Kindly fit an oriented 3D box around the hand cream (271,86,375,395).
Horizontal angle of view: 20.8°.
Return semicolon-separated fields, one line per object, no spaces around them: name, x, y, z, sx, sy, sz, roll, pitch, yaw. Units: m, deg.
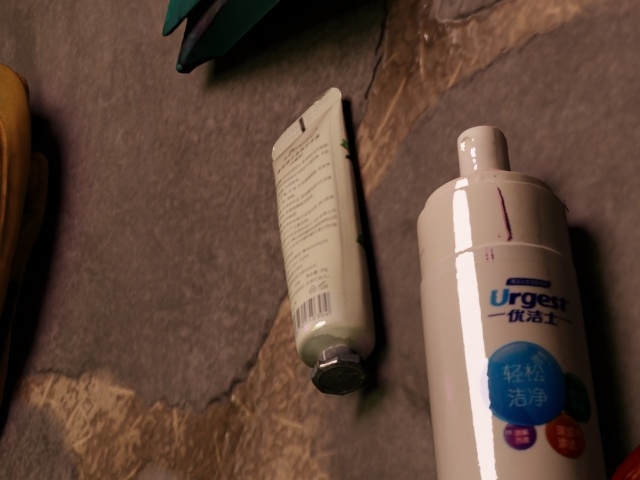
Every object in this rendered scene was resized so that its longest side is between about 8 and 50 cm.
hand cream;0.000;0.000;1.164;0.080;0.050;0.234;-41;39;33

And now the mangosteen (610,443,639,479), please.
mangosteen;0.226;0.152;0.676;0.257;0.215;0.215;-14;58;17

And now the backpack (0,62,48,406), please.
backpack;-0.387;0.005;1.526;0.353;0.201;0.378;5;80;49

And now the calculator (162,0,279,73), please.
calculator;-0.039;-0.279;1.285;0.248;0.058;0.274;153;130;-66

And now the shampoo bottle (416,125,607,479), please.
shampoo bottle;0.103;0.071;0.951;0.092;0.092;0.303;-31;49;40
